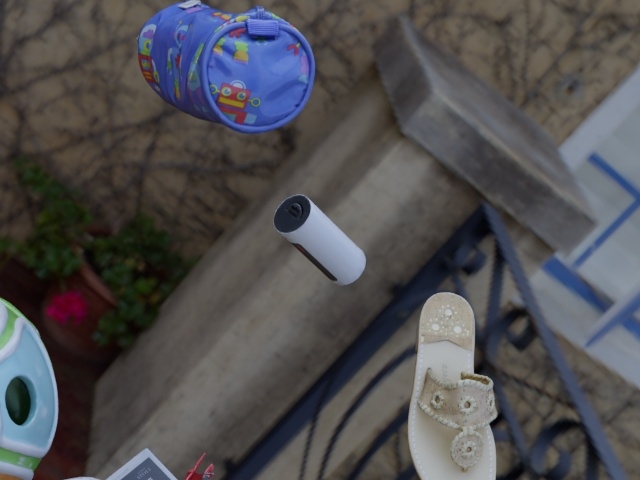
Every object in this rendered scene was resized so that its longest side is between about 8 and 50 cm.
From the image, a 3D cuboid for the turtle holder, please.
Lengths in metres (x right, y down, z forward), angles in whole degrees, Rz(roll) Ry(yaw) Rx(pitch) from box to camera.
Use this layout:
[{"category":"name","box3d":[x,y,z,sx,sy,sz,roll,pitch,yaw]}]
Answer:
[{"category":"turtle holder","box3d":[-0.399,0.146,1.368,0.243,0.320,0.227,16,-5,-12]}]

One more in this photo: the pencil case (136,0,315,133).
[{"category":"pencil case","box3d":[-0.110,-0.196,1.369,0.119,0.133,0.306,-4,13,-21]}]

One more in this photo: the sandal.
[{"category":"sandal","box3d":[0.133,0.147,1.253,0.088,0.079,0.240,2,57,-4]}]

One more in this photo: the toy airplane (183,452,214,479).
[{"category":"toy airplane","box3d":[-0.167,0.314,1.531,0.028,0.151,0.151,34,19,2]}]

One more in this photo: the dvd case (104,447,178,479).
[{"category":"dvd case","box3d":[-0.254,0.452,1.902,0.179,0.029,0.238,-37,68,-28]}]

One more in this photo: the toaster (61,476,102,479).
[{"category":"toaster","box3d":[-0.171,0.265,0.850,0.146,0.129,0.227,-95,166,-52]}]

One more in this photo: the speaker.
[{"category":"speaker","box3d":[0.000,0.000,1.531,0.136,0.055,0.055,44,12,-45]}]
